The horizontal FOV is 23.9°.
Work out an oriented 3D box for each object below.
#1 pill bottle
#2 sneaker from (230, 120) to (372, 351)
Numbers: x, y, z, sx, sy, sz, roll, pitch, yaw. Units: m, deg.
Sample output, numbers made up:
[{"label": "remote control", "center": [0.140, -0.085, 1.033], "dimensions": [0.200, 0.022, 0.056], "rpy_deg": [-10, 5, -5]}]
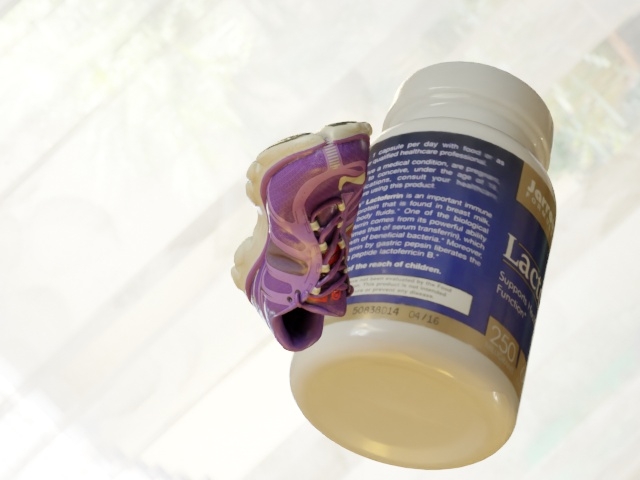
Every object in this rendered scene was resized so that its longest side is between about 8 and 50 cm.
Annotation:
[{"label": "pill bottle", "center": [0.081, 0.011, 1.044], "dimensions": [0.153, 0.153, 0.265], "rpy_deg": [48, -136, -34]}, {"label": "sneaker", "center": [0.000, 0.000, 0.801], "dimensions": [0.170, 0.068, 0.071], "rpy_deg": [104, 144, -55]}]
